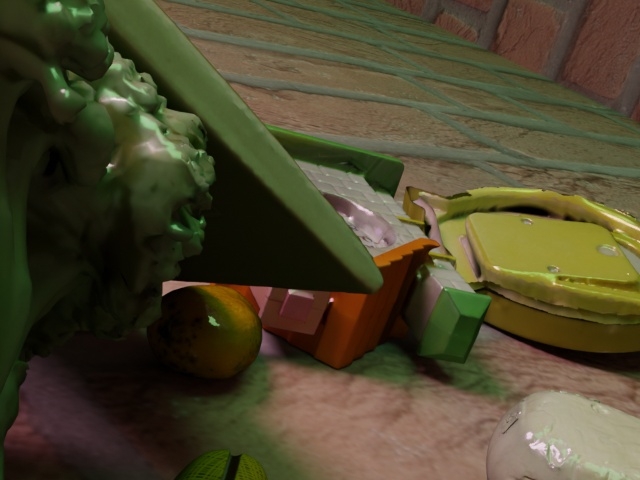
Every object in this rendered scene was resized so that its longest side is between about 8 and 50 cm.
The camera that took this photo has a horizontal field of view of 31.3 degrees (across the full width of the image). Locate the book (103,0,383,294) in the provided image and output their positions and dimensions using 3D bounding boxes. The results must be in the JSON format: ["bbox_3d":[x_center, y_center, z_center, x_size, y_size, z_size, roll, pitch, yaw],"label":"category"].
[{"bbox_3d":[-0.137,-0.054,0.682,0.239,0.035,0.352,47,-25,-25],"label":"book"}]

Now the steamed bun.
[{"bbox_3d":[0.160,0.155,0.690,0.130,0.091,0.112,19,20,1],"label":"steamed bun"}]

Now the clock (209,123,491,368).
[{"bbox_3d":[0.000,0.000,0.948,0.220,0.106,0.255,12,20,-23],"label":"clock"}]

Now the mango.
[{"bbox_3d":[-0.075,0.059,0.778,0.079,0.057,0.114,16,14,11],"label":"mango"}]

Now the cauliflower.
[{"bbox_3d":[-0.188,0.017,0.459,0.260,0.327,0.281,24,42,-17],"label":"cauliflower"}]

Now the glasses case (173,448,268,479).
[{"bbox_3d":[-0.056,0.162,0.462,0.064,0.079,0.234,12,18,-1],"label":"glasses case"}]

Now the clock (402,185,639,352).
[{"bbox_3d":[0.231,0.032,1.154,0.293,0.071,0.277,7,28,-3],"label":"clock"}]
